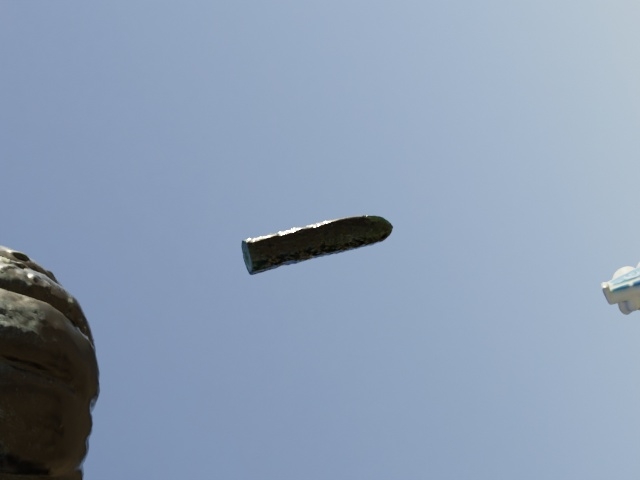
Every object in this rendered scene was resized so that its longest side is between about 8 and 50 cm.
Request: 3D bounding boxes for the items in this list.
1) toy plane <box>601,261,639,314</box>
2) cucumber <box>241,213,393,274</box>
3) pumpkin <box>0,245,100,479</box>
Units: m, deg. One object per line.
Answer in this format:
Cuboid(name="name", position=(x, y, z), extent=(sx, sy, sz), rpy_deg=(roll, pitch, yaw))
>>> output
Cuboid(name="toy plane", position=(0.424, 0.036, 2.047), extent=(0.267, 0.266, 0.123), rpy_deg=(-59, -41, -67))
Cuboid(name="cucumber", position=(0.000, 0.000, 1.683), extent=(0.032, 0.133, 0.032), rpy_deg=(167, 90, -77))
Cuboid(name="pumpkin", position=(-0.377, 0.174, 2.009), extent=(0.266, 0.363, 0.363), rpy_deg=(19, -130, -27))
